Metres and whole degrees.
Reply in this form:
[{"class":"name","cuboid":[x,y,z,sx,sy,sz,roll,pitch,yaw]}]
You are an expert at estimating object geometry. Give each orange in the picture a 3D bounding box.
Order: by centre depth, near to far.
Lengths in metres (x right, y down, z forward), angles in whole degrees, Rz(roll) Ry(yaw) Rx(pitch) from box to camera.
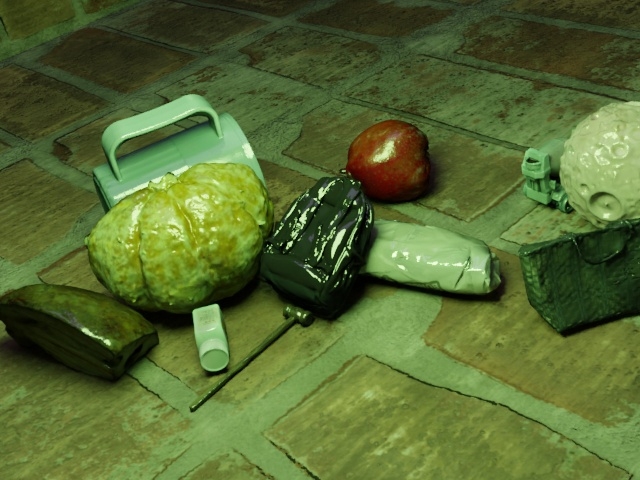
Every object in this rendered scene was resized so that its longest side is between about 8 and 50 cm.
[{"class":"orange","cuboid":[-0.240,0.020,1.681,0.369,0.271,0.210,-26,49,-17]}]

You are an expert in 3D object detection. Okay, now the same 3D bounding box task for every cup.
[{"class":"cup","cuboid":[-0.293,-0.108,1.843,0.311,0.331,0.256,-24,76,-15]}]

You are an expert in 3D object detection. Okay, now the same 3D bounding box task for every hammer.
[{"class":"hammer","cuboid":[-0.126,0.210,1.578,0.058,0.029,0.292,17,45,39]}]

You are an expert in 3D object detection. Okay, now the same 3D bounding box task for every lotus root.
[{"class":"lotus root","cuboid":[-0.450,0.147,1.642,0.314,0.210,0.142,19,54,19]}]

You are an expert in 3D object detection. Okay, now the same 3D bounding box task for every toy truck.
[{"class":"toy truck","cuboid":[0.518,-0.163,1.829,0.257,0.140,0.108,-30,37,-26]}]

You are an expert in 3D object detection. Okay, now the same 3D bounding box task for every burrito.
[{"class":"burrito","cuboid":[0.136,0.022,1.705,0.445,0.101,0.139,9,43,28]}]

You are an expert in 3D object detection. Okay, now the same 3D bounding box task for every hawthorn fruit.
[{"class":"hawthorn fruit","cuboid":[0.140,-0.168,1.924,0.202,0.185,0.185,-14,33,5]}]

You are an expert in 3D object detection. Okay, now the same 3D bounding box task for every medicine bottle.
[{"class":"medicine bottle","cuboid":[-0.196,0.179,1.594,0.055,0.074,0.118,-13,32,-3]}]

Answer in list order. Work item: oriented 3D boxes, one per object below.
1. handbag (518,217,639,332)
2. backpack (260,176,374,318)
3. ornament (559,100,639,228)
[{"class":"handbag","cuboid":[0.467,0.051,1.496,0.270,0.175,0.088,-13,32,-6]},{"class":"backpack","cuboid":[0.000,0.000,1.651,0.206,0.133,0.258,22,80,31]},{"class":"ornament","cuboid":[0.578,-0.131,1.659,0.259,0.259,0.225,15,48,33]}]
